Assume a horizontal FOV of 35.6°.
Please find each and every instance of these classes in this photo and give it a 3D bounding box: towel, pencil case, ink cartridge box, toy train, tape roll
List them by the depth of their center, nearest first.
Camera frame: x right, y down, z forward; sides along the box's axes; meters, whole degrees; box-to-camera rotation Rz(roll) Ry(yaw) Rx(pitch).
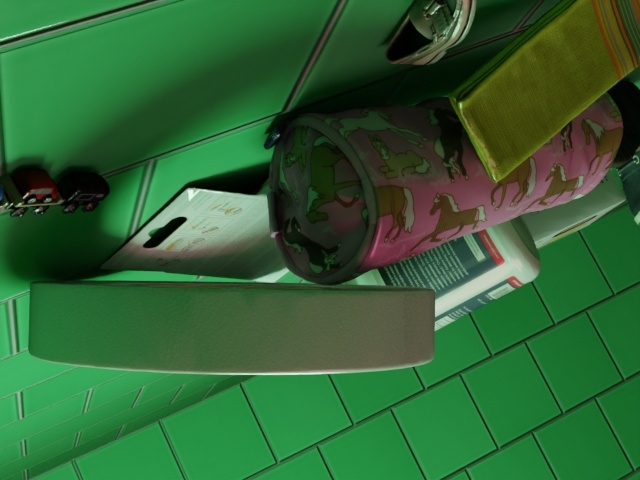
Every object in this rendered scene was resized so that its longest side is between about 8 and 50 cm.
[{"bbox_3d":[-0.208,-0.035,0.714,0.036,0.027,0.158,-36,167,26],"label":"toy train"},{"bbox_3d":[0.221,-0.157,0.859,0.237,0.102,0.021,-39,-148,-7],"label":"towel"},{"bbox_3d":[-0.082,0.076,0.963,0.391,0.072,0.392,1,178,0],"label":"tape roll"},{"bbox_3d":[0.127,-0.076,0.974,0.386,0.167,0.160,-18,144,-36],"label":"pencil case"},{"bbox_3d":[-0.090,-0.022,1.055,0.232,0.066,0.189,10,147,-38],"label":"ink cartridge box"}]

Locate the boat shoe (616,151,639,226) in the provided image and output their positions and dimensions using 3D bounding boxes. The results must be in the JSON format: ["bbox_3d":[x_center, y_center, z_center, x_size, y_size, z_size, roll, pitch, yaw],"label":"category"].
[{"bbox_3d":[0.657,-0.208,1.650,0.186,0.156,0.500,-14,153,-31],"label":"boat shoe"}]

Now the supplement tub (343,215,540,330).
[{"bbox_3d":[0.164,0.028,1.461,0.272,0.191,0.191,-30,169,17],"label":"supplement tub"}]

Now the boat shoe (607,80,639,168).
[{"bbox_3d":[0.348,-0.134,1.330,0.120,0.123,0.324,-31,168,36],"label":"boat shoe"}]

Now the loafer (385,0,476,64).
[{"bbox_3d":[0.082,-0.164,0.761,0.039,0.045,0.125,-17,170,-14],"label":"loafer"}]

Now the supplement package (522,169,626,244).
[{"bbox_3d":[0.346,-0.059,1.636,0.244,0.134,0.139,-24,169,-17],"label":"supplement package"}]
